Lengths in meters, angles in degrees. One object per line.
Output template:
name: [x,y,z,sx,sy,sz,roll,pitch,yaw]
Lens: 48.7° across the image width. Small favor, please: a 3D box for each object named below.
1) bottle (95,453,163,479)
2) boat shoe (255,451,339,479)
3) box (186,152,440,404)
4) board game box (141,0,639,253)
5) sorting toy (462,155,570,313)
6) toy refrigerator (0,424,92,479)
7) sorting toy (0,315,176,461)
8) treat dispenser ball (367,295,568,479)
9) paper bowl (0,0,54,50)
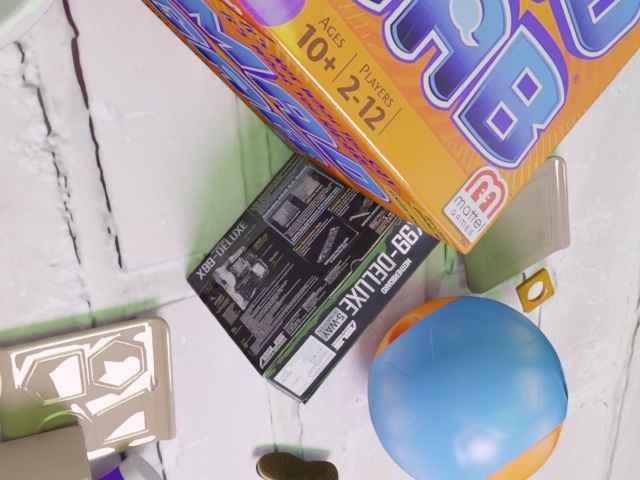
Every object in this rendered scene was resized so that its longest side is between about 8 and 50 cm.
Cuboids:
bottle: [-0.327,0.401,0.915,0.283,0.092,0.118,-43,101,-6]
boat shoe: [-0.041,0.369,1.105,0.152,0.056,0.049,22,132,-31]
box: [0.000,0.000,0.837,0.307,0.242,0.076,-50,127,-2]
board game box: [0.055,-0.277,0.666,0.356,0.356,0.356,-49,127,-2]
sorting toy: [0.306,-0.026,1.133,0.196,0.047,0.347,-24,122,-14]
toy refrigerator: [-0.402,0.308,0.806,0.270,0.102,0.094,-9,117,-19]
sorting toy: [-0.291,0.193,0.886,0.208,0.038,0.193,-8,116,-22]
treat dispenser ball: [0.213,0.224,1.042,0.288,0.288,0.288,-13,118,-26]
paper bowl: [-0.344,-0.284,0.552,0.284,0.148,0.284,-14,119,-26]
